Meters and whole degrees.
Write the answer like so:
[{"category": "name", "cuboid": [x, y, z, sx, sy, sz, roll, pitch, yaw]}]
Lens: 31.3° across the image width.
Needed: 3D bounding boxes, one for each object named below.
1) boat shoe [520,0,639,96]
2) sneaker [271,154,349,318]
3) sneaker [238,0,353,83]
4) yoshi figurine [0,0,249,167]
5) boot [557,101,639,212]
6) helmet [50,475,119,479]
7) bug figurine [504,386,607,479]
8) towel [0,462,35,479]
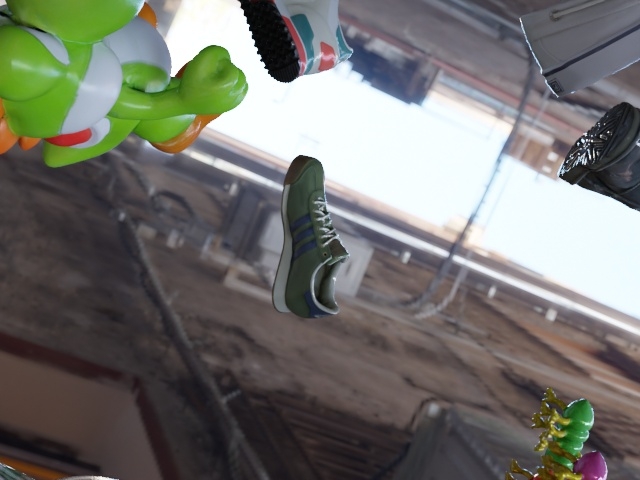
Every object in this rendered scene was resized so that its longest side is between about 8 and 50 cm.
[{"category": "boat shoe", "cuboid": [0.291, -0.219, 0.932, 0.268, 0.088, 0.096, -29, -173, 15]}, {"category": "sneaker", "cuboid": [0.000, 0.000, 1.335, 0.086, 0.064, 0.192, 14, -79, 35]}, {"category": "sneaker", "cuboid": [-0.023, -0.201, 0.874, 0.057, 0.075, 0.161, -22, -95, 54]}, {"category": "yoshi figurine", "cuboid": [-0.174, -0.177, 0.945, 0.362, 0.204, 0.202, -17, 98, -79]}, {"category": "boot", "cuboid": [0.356, -0.050, 1.125, 0.076, 0.209, 0.189, -60, 180, -5]}, {"category": "helmet", "cuboid": [-0.128, 0.215, 0.633, 0.169, 0.162, 0.169, 17, -64, 39]}, {"category": "bug figurine", "cuboid": [0.248, 0.288, 1.218, 0.279, 0.072, 0.216, -64, 170, -71]}, {"category": "towel", "cuboid": [-0.261, 0.339, 1.113, 0.038, 0.325, 0.247, -37, 139, -47]}]
